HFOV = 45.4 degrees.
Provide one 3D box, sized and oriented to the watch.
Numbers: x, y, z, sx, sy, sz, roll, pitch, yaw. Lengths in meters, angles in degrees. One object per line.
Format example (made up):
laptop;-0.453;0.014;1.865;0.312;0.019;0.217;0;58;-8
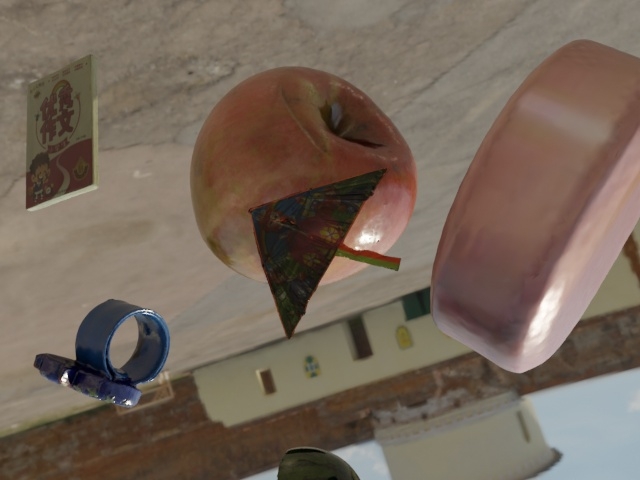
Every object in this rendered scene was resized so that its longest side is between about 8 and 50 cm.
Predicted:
watch;-0.410;0.217;1.516;0.171;0.200;0.196;16;164;29

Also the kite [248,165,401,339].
kite;0.000;0.000;0.705;0.190;0.159;0.010;-59;155;-15

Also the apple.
apple;-0.039;-0.091;1.249;0.364;0.364;0.364;-18;172;-3

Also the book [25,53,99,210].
book;-0.428;-0.177;1.264;0.162;0.232;0.022;-14;163;28

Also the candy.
candy;0.178;-0.025;0.568;0.255;0.094;0.255;-45;152;-32

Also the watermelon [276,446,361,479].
watermelon;0.006;0.216;0.623;0.062;0.105;0.105;-22;171;18
